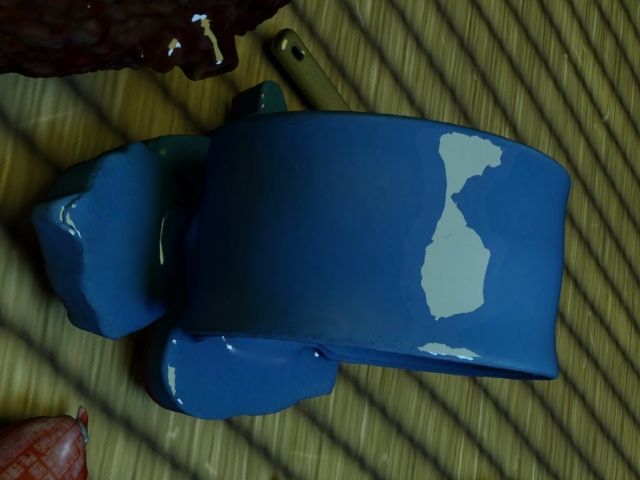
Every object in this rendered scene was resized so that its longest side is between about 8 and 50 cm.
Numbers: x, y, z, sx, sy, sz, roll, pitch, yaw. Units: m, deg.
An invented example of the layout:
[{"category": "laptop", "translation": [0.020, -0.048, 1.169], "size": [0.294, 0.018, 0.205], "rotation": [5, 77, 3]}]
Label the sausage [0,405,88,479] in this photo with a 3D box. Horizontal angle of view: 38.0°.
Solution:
[{"category": "sausage", "translation": [-0.205, 0.176, 0.485], "size": [0.274, 0.074, 0.074], "rotation": [-44, 120, -51]}]

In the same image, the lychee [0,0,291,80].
[{"category": "lychee", "translation": [-0.115, -0.202, 0.488], "size": [0.261, 0.261, 0.260], "rotation": [1, 88, -46]}]

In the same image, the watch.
[{"category": "watch", "translation": [0.000, 0.000, 0.579], "size": [0.305, 0.275, 0.241], "rotation": [14, 79, -50]}]

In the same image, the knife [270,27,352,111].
[{"category": "knife", "translation": [0.040, -0.063, 0.806], "size": [0.298, 0.017, 0.047], "rotation": [48, 59, -38]}]
